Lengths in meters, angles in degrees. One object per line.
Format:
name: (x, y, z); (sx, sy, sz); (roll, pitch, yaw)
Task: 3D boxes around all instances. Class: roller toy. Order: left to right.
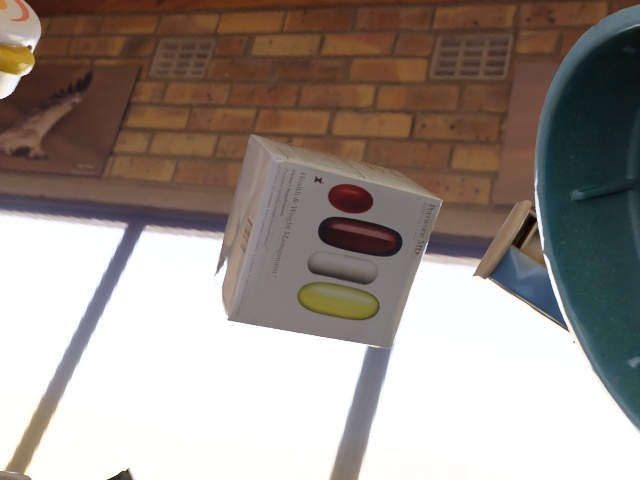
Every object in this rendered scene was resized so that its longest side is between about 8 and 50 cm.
roller toy: (-0.525, -0.316, 1.088); (0.191, 0.209, 0.146); (22, -63, -33)

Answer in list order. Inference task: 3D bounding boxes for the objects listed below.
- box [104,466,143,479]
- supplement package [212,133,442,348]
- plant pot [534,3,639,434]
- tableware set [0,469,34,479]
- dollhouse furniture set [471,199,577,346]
box: (-0.249, 0.298, 0.665); (0.220, 0.051, 0.175); (-26, -24, -15)
supplement package: (0.000, 0.000, 0.872); (0.203, 0.194, 0.149); (12, 14, -19)
plant pot: (0.393, -0.026, 0.536); (0.334, 0.341, 0.341); (-14, -14, -11)
tableware set: (-0.225, 0.173, 0.381); (0.104, 0.154, 0.024); (23, -1, -19)
dollhouse furniture set: (0.388, 0.003, 0.973); (0.198, 0.286, 0.303); (33, -7, -4)
